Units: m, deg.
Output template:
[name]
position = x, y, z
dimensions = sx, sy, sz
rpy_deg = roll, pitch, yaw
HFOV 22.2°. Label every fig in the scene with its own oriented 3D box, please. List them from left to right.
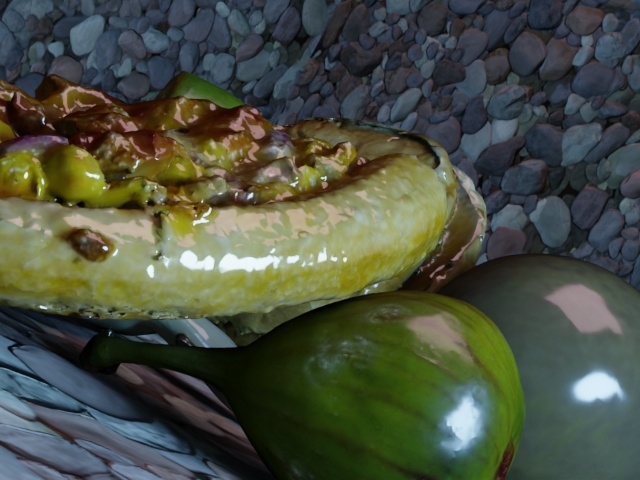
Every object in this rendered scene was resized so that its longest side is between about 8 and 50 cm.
[fig]
position = -0.010, 0.074, 0.938
dimensions = 0.259, 0.151, 0.151
rpy_deg = 25, 2, 12

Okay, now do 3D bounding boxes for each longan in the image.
[longan]
position = 0.177, 0.112, 1.332
dimensions = 0.248, 0.248, 0.248
rpy_deg = 28, 2, -1

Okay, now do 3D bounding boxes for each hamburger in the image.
[hamburger]
position = 0.001, 0.000, 1.471
dimensions = 0.283, 0.259, 0.145
rpy_deg = 24, -28, 40

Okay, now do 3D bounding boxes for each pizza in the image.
[pizza]
position = -0.120, -0.026, 0.934
dimensions = 0.408, 0.114, 0.278
rpy_deg = 5, 15, -19

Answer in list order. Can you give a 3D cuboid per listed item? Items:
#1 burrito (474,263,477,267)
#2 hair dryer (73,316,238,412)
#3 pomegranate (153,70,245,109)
[burrito]
position = 0.190, 0.128, 2.058
dimensions = 0.135, 0.190, 0.332
rpy_deg = -9, 8, -11
[hair dryer]
position = -0.128, 0.053, 1.079
dimensions = 0.219, 0.088, 0.225
rpy_deg = 18, 23, -38
[pomegranate]
position = -0.119, -0.015, 1.343
dimensions = 0.159, 0.190, 0.241
rpy_deg = 39, -33, -14
